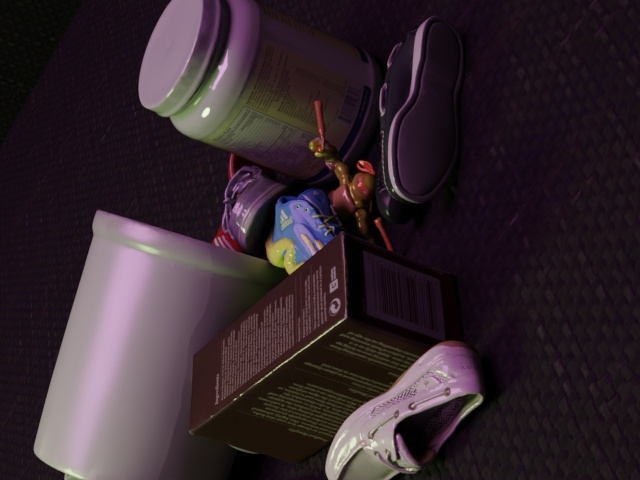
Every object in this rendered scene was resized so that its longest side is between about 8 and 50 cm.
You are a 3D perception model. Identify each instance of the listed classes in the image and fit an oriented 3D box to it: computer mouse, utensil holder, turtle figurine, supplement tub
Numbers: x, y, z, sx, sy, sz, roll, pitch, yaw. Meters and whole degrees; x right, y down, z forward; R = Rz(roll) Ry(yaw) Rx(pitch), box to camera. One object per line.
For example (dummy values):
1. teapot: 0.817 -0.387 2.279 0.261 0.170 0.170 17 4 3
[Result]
1. computer mouse: 0.116 -0.124 1.925 0.041 0.071 0.242 -33 41 39
2. utensil holder: -0.244 0.181 2.090 0.327 0.327 0.386 16 89 62
3. turtle figurine: 0.027 -0.056 1.993 0.217 0.087 0.270 -42 70 50
4. supplement tub: -0.092 -0.240 2.084 0.235 0.324 0.235 -39 41 44

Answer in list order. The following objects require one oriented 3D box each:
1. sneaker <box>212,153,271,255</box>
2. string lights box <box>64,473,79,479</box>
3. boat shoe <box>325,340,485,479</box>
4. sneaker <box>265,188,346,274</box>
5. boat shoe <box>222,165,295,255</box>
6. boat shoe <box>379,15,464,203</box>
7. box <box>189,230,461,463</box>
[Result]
1. sneaker: -0.150 -0.062 2.324 0.128 0.087 0.221 -40 39 41
2. string lights box: -0.369 0.340 2.454 0.259 0.076 0.133 -41 38 42
3. boat shoe: 0.103 0.244 1.676 0.277 0.098 0.096 -51 33 29
4. sneaker: 0.000 0.000 1.900 0.240 0.091 0.126 21 119 46
5. boat shoe: -0.109 -0.059 2.102 0.320 0.103 0.118 -66 -1 -76
6. boat shoe: 0.133 -0.172 1.887 0.091 0.114 0.303 -28 37 50
7. box: -0.001 0.156 1.819 0.381 0.191 0.143 -40 40 41
